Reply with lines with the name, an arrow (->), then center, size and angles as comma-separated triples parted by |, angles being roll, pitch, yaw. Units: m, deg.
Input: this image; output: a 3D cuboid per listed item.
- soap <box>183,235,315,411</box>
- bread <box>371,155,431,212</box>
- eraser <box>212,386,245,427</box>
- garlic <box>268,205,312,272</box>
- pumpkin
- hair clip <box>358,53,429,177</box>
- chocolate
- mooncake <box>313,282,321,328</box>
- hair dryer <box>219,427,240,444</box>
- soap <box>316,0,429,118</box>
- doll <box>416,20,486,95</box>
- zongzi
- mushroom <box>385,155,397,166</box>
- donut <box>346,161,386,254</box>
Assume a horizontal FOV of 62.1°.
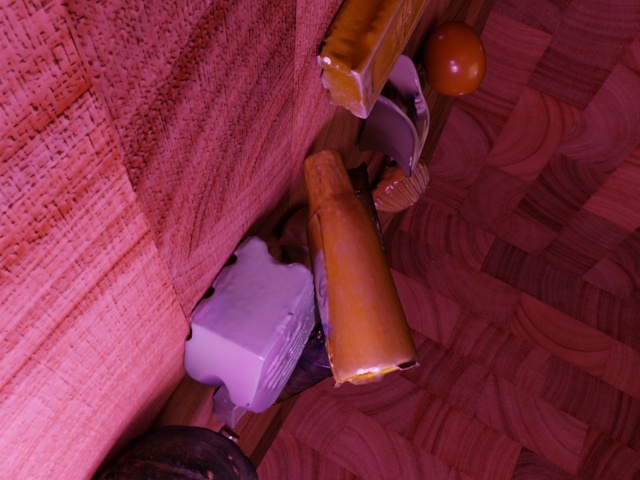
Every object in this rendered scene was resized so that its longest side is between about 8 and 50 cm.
soap -> -0.128, 0.200, 1.084 | 0.262, 0.156, 0.446 | -59, 169, -20
bread -> 0.290, -0.194, 1.917 | 0.274, 0.149, 0.274 | -40, 179, -1
eraser -> -0.161, 0.324, 1.428 | 0.343, 0.078, 0.144 | -52, 165, -37
garlic -> -0.028, 0.004, 1.194 | 0.164, 0.146, 0.245 | -30, 164, -1
pumpkin -> -0.250, 0.464, 0.896 | 0.328, 0.257, 0.292 | 69, 37, -70
hair clip -> 0.175, -0.304, 1.283 | 0.113, 0.172, 0.282 | -50, 154, -18
chocolate -> 0.045, 0.042, 1.000 | 0.162, 0.161, 0.446 | 79, -4, -73
mooncake -> -0.080, 0.166, 1.321 | 0.104, 0.168, 0.175 | -6, 92, -65
hair dryer -> -0.304, 0.600, 1.516 | 0.117, 0.064, 0.182 | -58, 161, -10
soap -> 0.110, -0.391, 0.923 | 0.315, 0.091, 0.199 | -61, 170, -5
doll -> 0.360, -0.521, 1.559 | 0.235, 0.214, 0.213 | -20, 169, 5
zongzi -> -0.024, 0.415, 2.092 | 0.432, 0.207, 0.403 | -48, -172, 32
mushroom -> 0.284, -0.318, 1.891 | 0.129, 0.073, 0.088 | -29, 168, 27
donut -> 0.092, -0.063, 1.333 | 0.272, 0.107, 0.272 | -13, 90, -83
